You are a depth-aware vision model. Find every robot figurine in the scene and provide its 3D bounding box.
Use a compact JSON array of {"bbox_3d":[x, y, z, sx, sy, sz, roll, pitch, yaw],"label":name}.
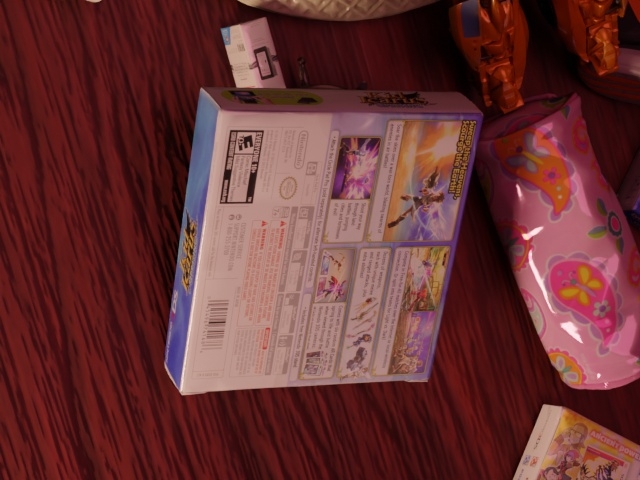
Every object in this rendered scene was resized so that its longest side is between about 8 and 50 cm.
[{"bbox_3d":[0.191,-0.255,1.568,0.211,0.085,0.291,-22,139,-6],"label":"robot figurine"}]

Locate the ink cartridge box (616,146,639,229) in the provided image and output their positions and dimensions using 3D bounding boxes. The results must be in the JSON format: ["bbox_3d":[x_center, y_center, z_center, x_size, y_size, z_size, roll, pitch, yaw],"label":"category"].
[{"bbox_3d":[0.380,-0.095,1.787,0.097,0.046,0.207,31,78,-20],"label":"ink cartridge box"}]

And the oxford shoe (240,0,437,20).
[{"bbox_3d":[0.097,-0.311,1.623,0.449,0.130,0.169,-15,141,-16],"label":"oxford shoe"}]

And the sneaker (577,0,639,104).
[{"bbox_3d":[0.419,-0.208,1.704,0.321,0.124,0.180,14,78,9],"label":"sneaker"}]

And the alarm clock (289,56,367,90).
[{"bbox_3d":[-0.008,-0.058,1.608,0.129,0.064,0.192,26,84,-22],"label":"alarm clock"}]

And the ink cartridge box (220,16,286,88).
[{"bbox_3d":[-0.058,-0.155,1.589,0.028,0.048,0.083,-19,99,-23],"label":"ink cartridge box"}]

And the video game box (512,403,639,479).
[{"bbox_3d":[0.271,0.285,1.743,0.205,0.048,0.187,28,81,-22],"label":"video game box"}]

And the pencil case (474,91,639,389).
[{"bbox_3d":[0.239,0.003,1.689,0.124,0.124,0.284,-29,102,-21],"label":"pencil case"}]

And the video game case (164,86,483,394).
[{"bbox_3d":[0.000,0.000,1.557,0.244,0.061,0.269,0,115,-22],"label":"video game case"}]
